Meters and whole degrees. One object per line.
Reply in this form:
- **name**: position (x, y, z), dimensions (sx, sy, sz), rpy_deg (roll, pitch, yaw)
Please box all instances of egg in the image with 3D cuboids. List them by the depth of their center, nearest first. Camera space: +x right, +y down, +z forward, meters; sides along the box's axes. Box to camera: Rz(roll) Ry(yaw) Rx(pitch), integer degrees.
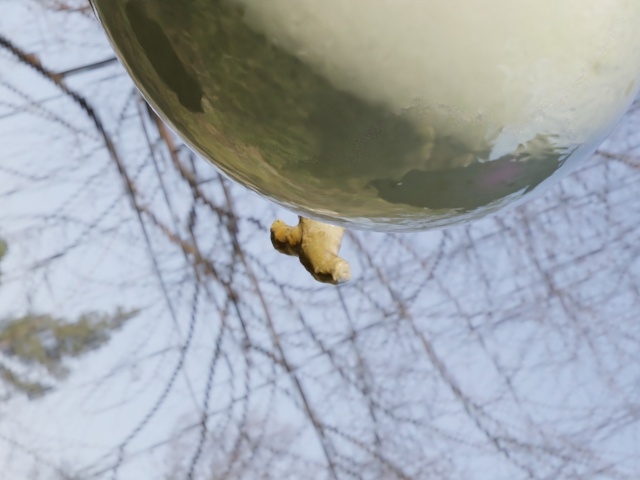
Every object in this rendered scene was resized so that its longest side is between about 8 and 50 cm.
- **egg**: position (0.005, -0.099, 0.382), dimensions (0.209, 0.151, 0.151), rpy_deg (62, -26, 26)

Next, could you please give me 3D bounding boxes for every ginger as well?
- **ginger**: position (0.000, -0.001, 0.972), dimensions (0.030, 0.048, 0.097), rpy_deg (32, 2, -36)
